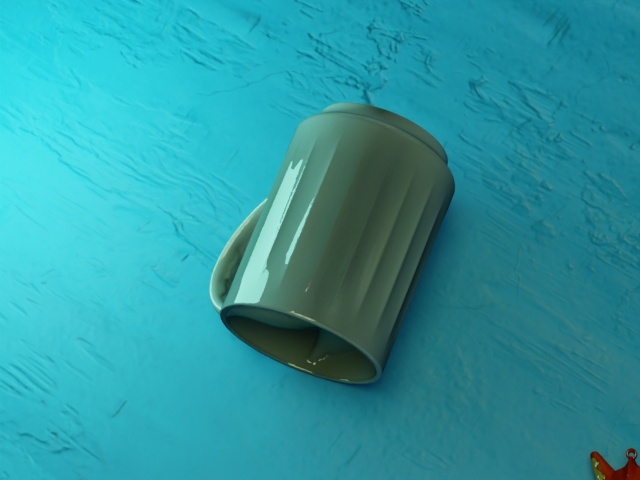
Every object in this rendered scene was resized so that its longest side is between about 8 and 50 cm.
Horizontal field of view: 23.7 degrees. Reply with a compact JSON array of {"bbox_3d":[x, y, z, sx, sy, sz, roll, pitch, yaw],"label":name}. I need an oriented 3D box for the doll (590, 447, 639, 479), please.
[{"bbox_3d":[0.403,0.351,1.953,0.109,0.057,0.169,-7,76,23],"label":"doll"}]

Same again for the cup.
[{"bbox_3d":[0.000,0.000,2.095,0.322,0.237,0.327,1,62,42],"label":"cup"}]
